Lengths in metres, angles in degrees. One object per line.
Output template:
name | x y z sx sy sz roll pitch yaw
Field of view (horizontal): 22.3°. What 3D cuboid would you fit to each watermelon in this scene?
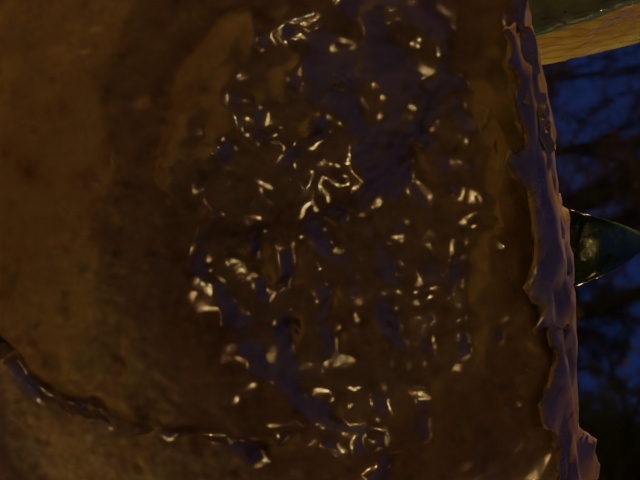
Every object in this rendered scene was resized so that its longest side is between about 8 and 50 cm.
watermelon | 0.194 0.015 1.449 0.181 0.092 0.075 3 -102 49

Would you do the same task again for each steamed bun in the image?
steamed bun | -0.035 -0.009 0.521 0.251 0.199 0.301 -120 -162 -80

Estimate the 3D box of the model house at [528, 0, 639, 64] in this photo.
model house | 0.021 -0.249 0.872 0.342 0.382 0.335 166 -88 -82
